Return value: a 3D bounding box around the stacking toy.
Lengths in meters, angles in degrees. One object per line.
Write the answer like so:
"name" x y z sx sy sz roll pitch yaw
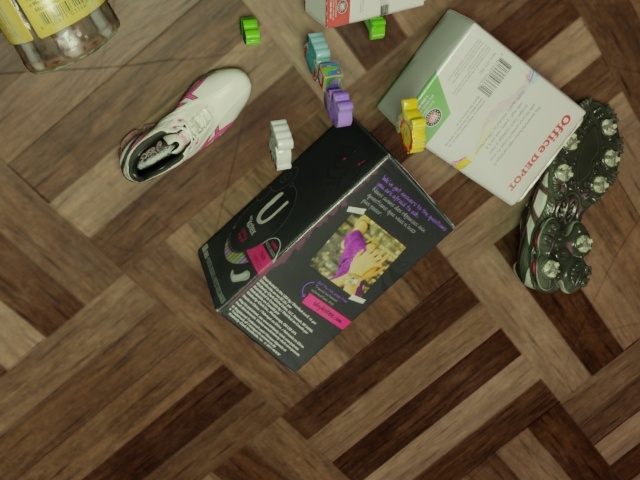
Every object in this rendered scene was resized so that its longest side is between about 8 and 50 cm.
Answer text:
"stacking toy" 0.009 -0.180 0.982 0.167 0.221 0.052 -10 149 -13

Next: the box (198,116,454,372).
"box" 0.000 0.000 1.075 0.270 0.165 0.143 -42 120 5

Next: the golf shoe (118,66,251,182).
"golf shoe" -0.152 -0.129 1.013 0.186 0.086 0.067 -39 118 2

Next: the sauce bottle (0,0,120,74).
"sauce bottle" -0.304 -0.325 0.781 0.111 0.111 0.344 -25 121 -4

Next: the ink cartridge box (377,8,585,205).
"ink cartridge box" 0.205 -0.165 1.102 0.212 0.093 0.154 30 104 -26

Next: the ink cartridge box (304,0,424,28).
"ink cartridge box" 0.052 -0.307 0.980 0.135 0.056 0.099 -19 133 -23

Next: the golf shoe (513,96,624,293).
"golf shoe" 0.325 -0.063 1.191 0.105 0.120 0.272 19 86 -18
